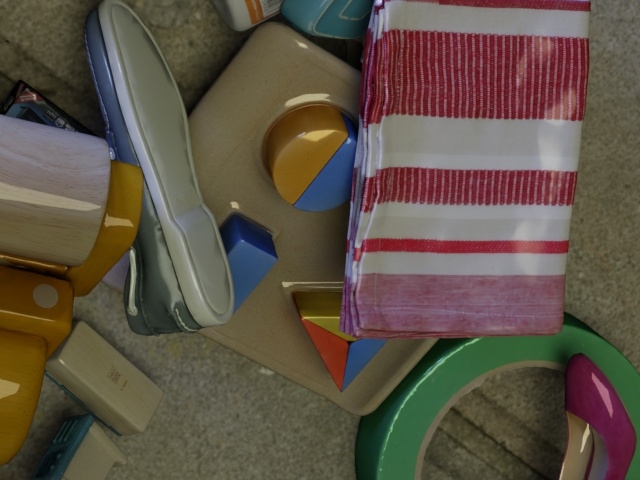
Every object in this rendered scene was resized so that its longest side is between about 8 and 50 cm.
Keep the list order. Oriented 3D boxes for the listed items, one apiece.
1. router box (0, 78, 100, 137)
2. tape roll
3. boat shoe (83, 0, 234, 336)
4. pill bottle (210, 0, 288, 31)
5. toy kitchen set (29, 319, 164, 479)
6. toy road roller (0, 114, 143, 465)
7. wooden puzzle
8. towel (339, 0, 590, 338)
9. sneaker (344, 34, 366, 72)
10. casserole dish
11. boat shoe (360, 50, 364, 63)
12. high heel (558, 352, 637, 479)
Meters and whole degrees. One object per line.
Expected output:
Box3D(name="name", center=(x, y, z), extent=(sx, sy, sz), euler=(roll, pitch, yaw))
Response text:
Box3D(name="router box", center=(-0.263, -0.080, 1.860), extent=(0.122, 0.038, 0.092), euler=(37, 93, -24))
Box3D(name="tape roll", center=(0.199, 0.227, 2.087), extent=(0.321, 0.077, 0.321), euler=(-6, 109, -16))
Box3D(name="boat shoe", center=(-0.173, -0.064, 1.810), extent=(0.099, 0.116, 0.319), euler=(-18, 89, 22))
Box3D(name="pill bottle", center=(-0.012, -0.293, 1.830), extent=(0.216, 0.121, 0.121), euler=(-28, 113, -9))
Box3D(name="toy kitchen set", center=(-0.286, 0.205, 1.932), extent=(0.122, 0.166, 0.207), euler=(45, 53, -25))
Box3D(name="toy road roller", center=(-0.302, 0.055, 1.731), extent=(0.202, 0.329, 0.240), euler=(12, 61, -21))
Box3D(name="wooden puzzle", center=(0.000, 0.000, 1.904), extent=(0.348, 0.080, 0.322), euler=(31, 113, -22))
Box3D(name="towel", center=(0.142, -0.067, 1.844), extent=(0.237, 0.037, 0.329), euler=(-1, 102, -25))
Box3D(name="sneaker", center=(0.083, -0.212, 1.896), extent=(0.111, 0.103, 0.252), euler=(17, 100, -24))
Box3D(name="casserole dish", center=(0.045, -0.246, 1.793), extent=(0.114, 0.037, 0.188), euler=(1, 139, -50))
Box3D(name="boat shoe", center=(0.104, -0.152, 1.853), extent=(0.142, 0.049, 0.040), euler=(28, 103, -23))
Box3D(name="high heel", center=(0.263, 0.234, 2.025), extent=(0.117, 0.082, 0.244), euler=(-28, 126, -19))
